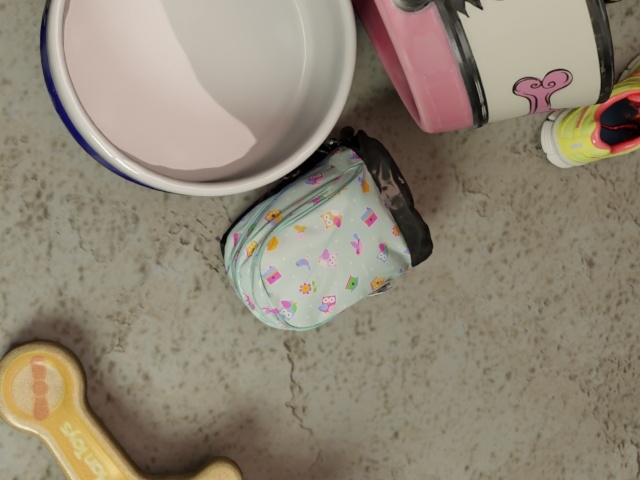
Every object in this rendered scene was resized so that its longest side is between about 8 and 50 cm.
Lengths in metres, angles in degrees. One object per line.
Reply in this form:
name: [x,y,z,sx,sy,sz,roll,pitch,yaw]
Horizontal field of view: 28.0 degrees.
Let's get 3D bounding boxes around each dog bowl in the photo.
dog bowl: [-0.108,-0.171,1.119,0.265,0.104,0.265,-1,93,-19]
dog bowl: [0.080,-0.267,1.040,0.150,0.408,0.408,-25,101,3]

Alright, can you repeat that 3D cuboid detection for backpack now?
backpack: [0.000,0.000,1.160,0.182,0.115,0.152,-32,105,-12]

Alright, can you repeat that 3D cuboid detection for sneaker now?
sneaker: [0.325,-0.133,1.274,0.208,0.094,0.081,-33,101,-16]

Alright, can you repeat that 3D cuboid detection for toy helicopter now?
toy helicopter: [-0.181,0.249,1.125,0.235,0.140,0.355,-36,93,-5]

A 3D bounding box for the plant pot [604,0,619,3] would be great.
plant pot: [0.275,-0.338,1.184,0.228,0.227,0.207,-20,105,-17]
